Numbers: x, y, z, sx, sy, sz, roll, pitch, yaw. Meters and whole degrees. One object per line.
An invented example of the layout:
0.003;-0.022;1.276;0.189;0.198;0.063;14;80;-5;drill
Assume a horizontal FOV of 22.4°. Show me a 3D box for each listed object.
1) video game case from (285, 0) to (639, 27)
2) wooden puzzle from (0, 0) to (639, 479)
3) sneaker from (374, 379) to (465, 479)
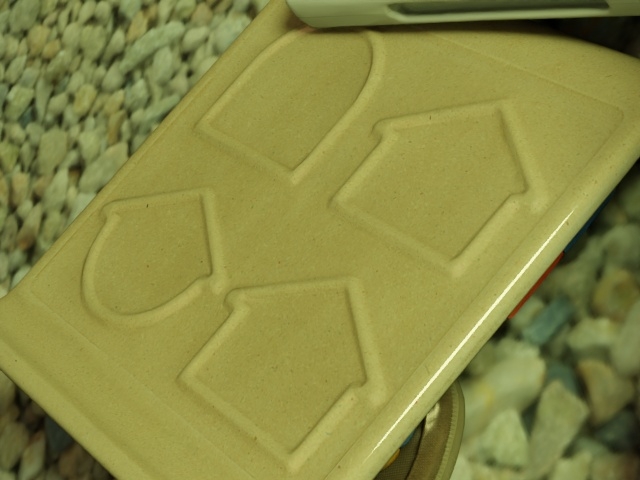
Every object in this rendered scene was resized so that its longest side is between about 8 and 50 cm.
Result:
0.153;-0.266;0.912;0.300;0.036;0.329;5;65;43;video game case
0.000;0.000;0.907;0.348;0.080;0.322;-46;40;-12;wooden puzzle
0.006;0.143;0.870;0.188;0.071;0.066;-58;42;7;sneaker
